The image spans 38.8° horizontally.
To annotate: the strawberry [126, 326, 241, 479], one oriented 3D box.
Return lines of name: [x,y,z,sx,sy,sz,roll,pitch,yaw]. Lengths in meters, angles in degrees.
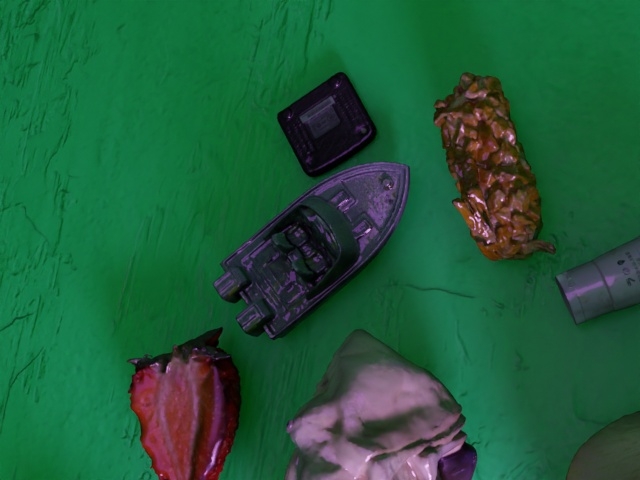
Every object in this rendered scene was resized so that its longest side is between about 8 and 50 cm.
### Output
strawberry: [-0.165,0.251,1.274,0.174,0.098,0.228,-26,72,16]

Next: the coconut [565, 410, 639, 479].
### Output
coconut: [0.398,0.321,0.917,0.353,0.352,0.352,-5,75,21]

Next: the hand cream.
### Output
hand cream: [0.446,0.011,1.112,0.312,0.070,0.111,-22,69,8]

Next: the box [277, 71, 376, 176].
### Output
box: [0.009,-0.170,1.342,0.126,0.027,0.125,-32,68,13]

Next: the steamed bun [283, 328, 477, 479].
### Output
steamed bun: [0.067,0.284,1.093,0.206,0.275,0.320,25,124,14]

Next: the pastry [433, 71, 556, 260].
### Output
pastry: [0.219,-0.086,1.167,0.102,0.154,0.250,-18,69,16]

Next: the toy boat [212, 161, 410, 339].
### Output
toy boat: [0.000,0.000,1.268,0.319,0.092,0.141,-40,68,8]
